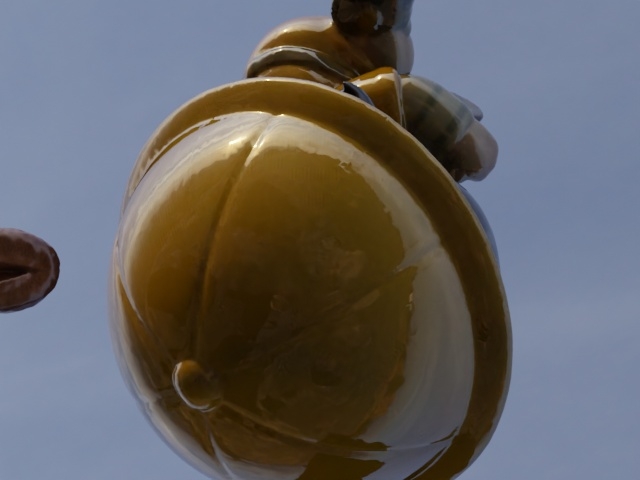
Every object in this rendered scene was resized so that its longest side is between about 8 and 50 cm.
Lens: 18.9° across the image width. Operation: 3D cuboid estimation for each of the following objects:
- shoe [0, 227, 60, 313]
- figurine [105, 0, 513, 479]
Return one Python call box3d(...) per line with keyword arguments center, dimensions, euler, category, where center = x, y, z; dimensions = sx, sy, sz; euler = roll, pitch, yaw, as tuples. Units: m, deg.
box3d(center=(-0.149, 0.007, 0.696), dimensions=(0.069, 0.109, 0.072), euler=(-6, -111, 34), category="shoe")
box3d(center=(-0.005, 0.000, 0.833), dimensions=(0.167, 0.257, 0.192), euler=(0, -58, 2), category="figurine")
